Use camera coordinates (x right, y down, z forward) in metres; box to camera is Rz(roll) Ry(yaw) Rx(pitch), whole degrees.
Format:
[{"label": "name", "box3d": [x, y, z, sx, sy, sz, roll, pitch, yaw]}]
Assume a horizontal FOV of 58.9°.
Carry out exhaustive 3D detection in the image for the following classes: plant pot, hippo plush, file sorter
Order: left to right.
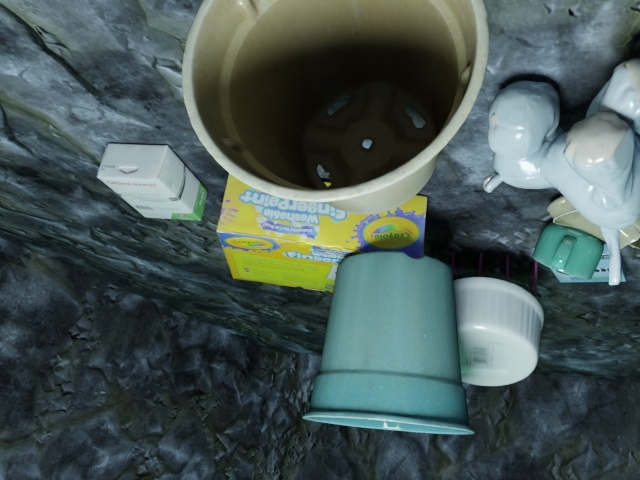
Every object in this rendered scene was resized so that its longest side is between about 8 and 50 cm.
[{"label": "plant pot", "box3d": [0.040, -0.172, 0.744, 0.333, 0.334, 0.305, 5, 170, 14]}, {"label": "plant pot", "box3d": [0.147, 0.217, 1.187, 0.340, 0.334, 0.341, 5, 161, 2]}, {"label": "file sorter", "box3d": [0.427, 0.140, 1.516, 0.290, 0.182, 0.202, 3, 157, 18]}, {"label": "hippo plush", "box3d": [0.379, -0.145, 0.830, 0.236, 0.234, 0.294, 33, 162, 47]}]

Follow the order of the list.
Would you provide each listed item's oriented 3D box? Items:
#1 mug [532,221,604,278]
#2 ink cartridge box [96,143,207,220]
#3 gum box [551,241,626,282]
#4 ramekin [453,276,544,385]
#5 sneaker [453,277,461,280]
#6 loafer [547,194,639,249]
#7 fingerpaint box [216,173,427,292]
[{"label": "mug", "box3d": [0.534, 0.016, 1.200, 0.129, 0.098, 0.158, 16, -166, -5]}, {"label": "ink cartridge box", "box3d": [-0.385, -0.132, 1.322, 0.160, 0.093, 0.219, 4, 159, 15]}, {"label": "gum box", "box3d": [0.646, 0.054, 1.382, 0.156, 0.041, 0.184, -4, 155, 34]}, {"label": "ramekin", "box3d": [0.384, 0.226, 1.344, 0.277, 0.135, 0.277, 10, 138, 9]}, {"label": "sneaker", "box3d": [0.370, 0.152, 1.722, 0.299, 0.111, 0.121, 7, 150, -6]}, {"label": "loafer", "box3d": [0.584, -0.032, 1.112, 0.268, 0.092, 0.102, 9, 160, 4]}, {"label": "fingerpaint box", "box3d": [0.000, 0.000, 1.381, 0.444, 0.163, 0.371, 8, 160, 1]}]
